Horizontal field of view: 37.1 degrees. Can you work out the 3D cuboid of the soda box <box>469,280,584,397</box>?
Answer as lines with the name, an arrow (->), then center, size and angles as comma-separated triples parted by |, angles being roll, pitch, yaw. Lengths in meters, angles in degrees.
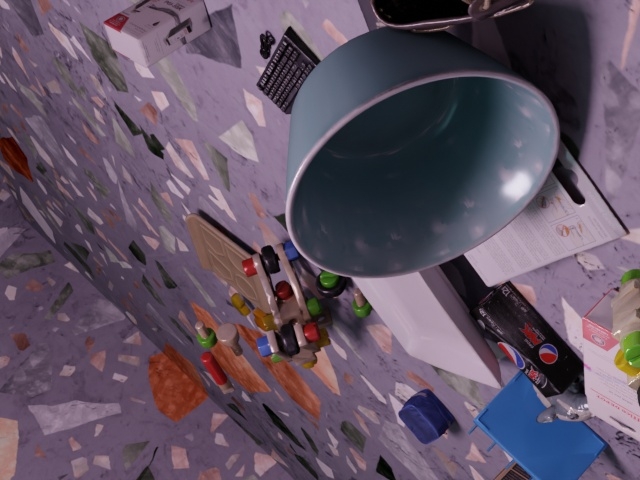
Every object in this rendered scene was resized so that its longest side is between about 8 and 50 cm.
soda box -> 0.295, 0.143, 1.366 | 0.169, 0.060, 0.053 | 48, 161, 3

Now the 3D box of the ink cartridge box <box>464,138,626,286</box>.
ink cartridge box -> 0.245, -0.055, 1.185 | 0.232, 0.066, 0.189 | -29, 101, 46

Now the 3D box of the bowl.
bowl -> 0.089, -0.115, 1.063 | 0.311, 0.312, 0.163 | 81, 170, -52

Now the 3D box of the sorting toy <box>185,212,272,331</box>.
sorting toy -> -0.192, 0.078, 2.202 | 0.229, 0.041, 0.307 | 31, 152, 28

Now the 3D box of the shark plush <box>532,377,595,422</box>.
shark plush -> 0.366, 0.229, 1.386 | 0.161, 0.073, 0.067 | 163, 98, -71

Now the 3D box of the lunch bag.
lunch bag -> 0.208, 0.339, 1.836 | 0.098, 0.065, 0.067 | 50, 142, 1

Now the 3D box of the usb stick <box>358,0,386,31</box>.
usb stick -> 0.077, -0.279, 1.118 | 0.077, 0.045, 0.278 | 20, 143, 47

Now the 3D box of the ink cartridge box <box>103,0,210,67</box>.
ink cartridge box -> -0.259, -0.344, 1.521 | 0.099, 0.135, 0.056 | 32, 149, 36

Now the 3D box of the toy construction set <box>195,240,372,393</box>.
toy construction set -> -0.079, 0.185, 1.847 | 0.257, 0.309, 0.237 | 43, 163, 37

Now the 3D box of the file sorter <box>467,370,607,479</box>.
file sorter -> 0.333, 0.312, 1.494 | 0.170, 0.118, 0.104 | 43, 161, 16

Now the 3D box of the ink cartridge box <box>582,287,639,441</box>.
ink cartridge box -> 0.399, 0.167, 1.204 | 0.115, 0.067, 0.198 | 31, 150, 38

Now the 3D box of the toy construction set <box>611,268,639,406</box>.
toy construction set -> 0.406, 0.109, 0.882 | 0.328, 0.151, 0.215 | 40, 125, 5

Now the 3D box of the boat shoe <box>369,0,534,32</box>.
boat shoe -> 0.167, -0.258, 0.872 | 0.132, 0.130, 0.355 | 54, 157, -11

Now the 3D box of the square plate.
square plate -> 0.128, 0.065, 1.510 | 0.347, 0.049, 0.344 | 54, 166, -12

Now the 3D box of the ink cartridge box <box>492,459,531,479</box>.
ink cartridge box -> 0.414, 0.520, 1.708 | 0.193, 0.088, 0.234 | 32, 152, 40

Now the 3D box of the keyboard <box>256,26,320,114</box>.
keyboard -> -0.061, -0.259, 1.436 | 0.108, 0.023, 0.180 | 49, 157, 0
